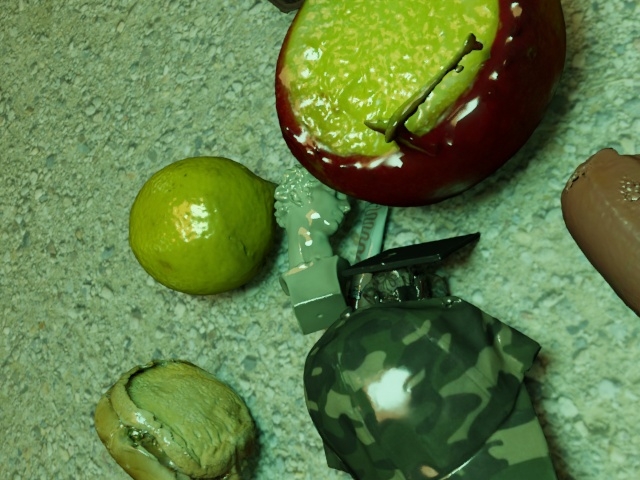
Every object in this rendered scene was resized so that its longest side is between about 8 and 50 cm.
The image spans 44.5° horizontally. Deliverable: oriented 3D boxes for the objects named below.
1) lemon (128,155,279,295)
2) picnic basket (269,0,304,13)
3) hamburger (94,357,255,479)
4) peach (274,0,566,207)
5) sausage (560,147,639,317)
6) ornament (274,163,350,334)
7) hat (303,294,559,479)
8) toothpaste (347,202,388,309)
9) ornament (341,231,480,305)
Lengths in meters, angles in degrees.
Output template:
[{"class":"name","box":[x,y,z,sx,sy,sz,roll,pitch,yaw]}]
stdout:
[{"class":"lemon","box":[-0.195,-0.021,1.278,0.254,0.228,0.228,-18,67,37]},{"class":"picnic basket","box":[-0.019,-0.506,1.357,0.222,0.129,0.296,-48,55,16]},{"class":"hamburger","box":[-0.226,0.286,1.200,0.146,0.243,0.286,-54,39,12]},{"class":"peach","box":[0.144,-0.226,1.056,0.335,0.310,0.405,31,88,32]},{"class":"sausage","box":[0.394,0.004,0.912,0.152,0.152,0.279,-43,54,17]},{"class":"ornament","box":[-0.013,0.008,1.186,0.130,0.120,0.285,-3,59,10]},{"class":"hat","box":[0.101,0.265,0.942,0.366,0.257,0.381,-46,17,28]},{"class":"toothpaste","box":[0.069,0.038,1.196,0.056,0.036,0.205,-3,71,51]},{"class":"ornament","box":[0.142,0.107,1.104,0.166,0.153,0.195,-10,94,33]}]
